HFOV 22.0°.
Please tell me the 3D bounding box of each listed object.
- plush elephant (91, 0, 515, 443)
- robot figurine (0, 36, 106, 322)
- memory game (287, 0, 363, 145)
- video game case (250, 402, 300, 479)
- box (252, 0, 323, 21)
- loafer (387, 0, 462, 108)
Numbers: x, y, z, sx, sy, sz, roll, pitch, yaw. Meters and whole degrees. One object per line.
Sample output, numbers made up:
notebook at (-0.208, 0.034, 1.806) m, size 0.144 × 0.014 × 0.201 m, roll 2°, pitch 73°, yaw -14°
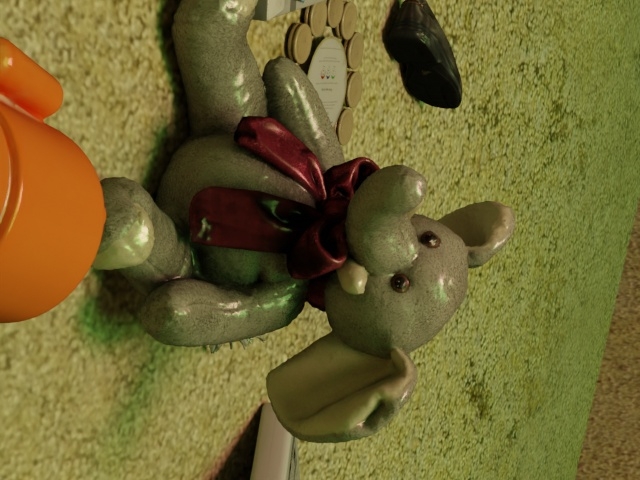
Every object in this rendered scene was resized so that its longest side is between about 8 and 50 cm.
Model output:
plush elephant at (0.000, 0.000, 1.268) m, size 0.330 × 0.255 × 0.272 m, roll 73°, pitch 34°, yaw -49°
robot figurine at (-0.206, -0.020, 0.929) m, size 0.128 × 0.158 × 0.219 m, roll 64°, pitch 13°, yaw 19°
memory game at (0.001, -0.143, 1.536) m, size 0.186 × 0.012 × 0.186 m, roll 10°, pitch 90°, yaw -69°
video game case at (-0.044, 0.359, 1.474) m, size 0.329 × 0.036 × 0.300 m, roll -83°, pitch 171°, yaw -60°
box at (-0.018, -0.272, 1.399) m, size 0.186 × 0.038 × 0.145 m, roll -33°, pitch 129°, yaw -60°
loafer at (0.119, -0.196, 1.738) m, size 0.170 × 0.062 × 0.061 m, roll 58°, pitch 41°, yaw -60°
